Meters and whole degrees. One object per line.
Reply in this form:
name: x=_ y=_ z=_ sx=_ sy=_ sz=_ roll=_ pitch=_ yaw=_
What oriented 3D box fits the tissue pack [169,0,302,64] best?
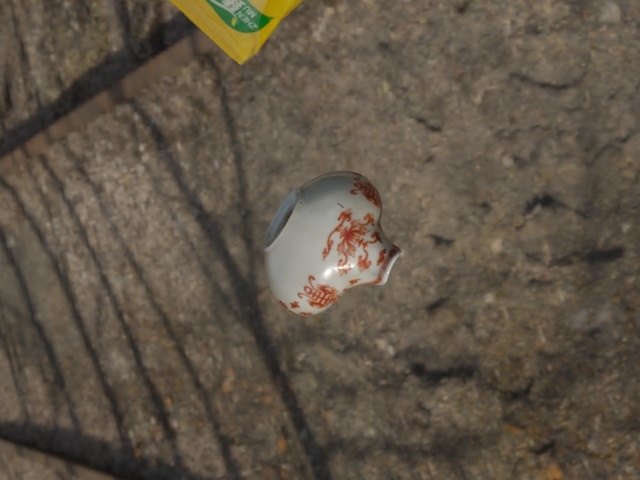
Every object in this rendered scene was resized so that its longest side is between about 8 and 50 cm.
tissue pack: x=-0.136 y=-0.452 z=1.291 sx=0.293 sy=0.382 sz=0.228 roll=-43 pitch=24 yaw=16

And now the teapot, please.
teapot: x=0.000 y=0.000 z=1.130 sx=0.245 sy=0.116 sz=0.159 roll=-142 pitch=69 yaw=-77
